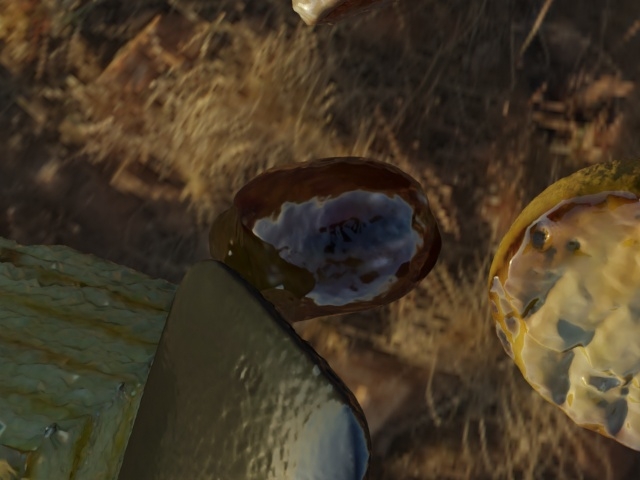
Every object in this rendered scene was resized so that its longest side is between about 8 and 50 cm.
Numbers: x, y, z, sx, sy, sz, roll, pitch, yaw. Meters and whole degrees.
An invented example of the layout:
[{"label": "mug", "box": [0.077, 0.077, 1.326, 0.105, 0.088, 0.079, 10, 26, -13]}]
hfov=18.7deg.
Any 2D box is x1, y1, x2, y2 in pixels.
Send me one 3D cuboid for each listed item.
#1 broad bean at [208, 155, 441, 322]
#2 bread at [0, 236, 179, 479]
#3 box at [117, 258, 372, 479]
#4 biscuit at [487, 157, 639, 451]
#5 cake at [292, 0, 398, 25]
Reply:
[{"label": "broad bean", "box": [0.001, -0.003, 1.498, 0.156, 0.228, 0.122, -18, 98, -25]}, {"label": "bread", "box": [-0.246, 0.171, 1.421, 0.239, 0.395, 0.264, 13, 105, 12]}, {"label": "box", "box": [-0.044, 0.134, 1.064, 0.042, 0.212, 0.201, 6, 113, -36]}, {"label": "biscuit", "box": [0.295, 0.053, 1.692, 0.296, 0.102, 0.296, 11, 130, 14]}, {"label": "cake", "box": [0.097, -0.332, 1.557, 0.237, 0.309, 0.230, -22, 88, 57]}]
